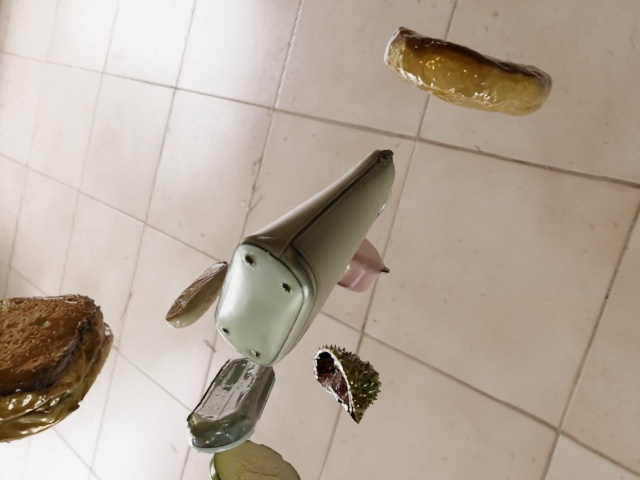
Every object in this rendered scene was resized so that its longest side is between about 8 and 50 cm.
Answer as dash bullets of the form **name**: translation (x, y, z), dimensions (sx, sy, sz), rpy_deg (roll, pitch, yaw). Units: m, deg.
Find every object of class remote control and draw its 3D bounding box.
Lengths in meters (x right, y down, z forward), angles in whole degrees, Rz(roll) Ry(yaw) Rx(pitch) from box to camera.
- **remote control**: translation (-0.140, 0.254, 0.872), dimensions (0.104, 0.247, 0.052), rpy_deg (-7, 104, 8)

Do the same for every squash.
- **squash**: translation (-0.145, 0.523, 1.181), dimensions (0.219, 0.219, 0.041), rpy_deg (34, 103, 34)

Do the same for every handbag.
- **handbag**: translation (0.000, 0.000, 0.697), dimensions (0.109, 0.315, 0.241), rpy_deg (35, 134, 7)

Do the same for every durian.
- **durian**: translation (0.070, 0.276, 1.145), dimensions (0.186, 0.108, 0.119), rpy_deg (35, 127, 52)

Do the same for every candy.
- **candy**: translation (0.039, 0.023, 1.261), dimensions (0.255, 0.255, 0.094), rpy_deg (46, 108, 31)

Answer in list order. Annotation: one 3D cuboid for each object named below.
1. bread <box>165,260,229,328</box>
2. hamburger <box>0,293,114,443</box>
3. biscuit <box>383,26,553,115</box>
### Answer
- **bread**: translation (-0.238, 0.111, 1.075), dimensions (0.073, 0.214, 0.053), rpy_deg (-10, 115, 26)
- **hamburger**: translation (-0.551, 0.227, 1.010), dimensions (0.284, 0.305, 0.174), rpy_deg (-7, 124, 10)
- **biscuit**: translation (0.234, -0.262, 0.862), dimensions (0.274, 0.213, 0.091), rpy_deg (19, 115, -1)
